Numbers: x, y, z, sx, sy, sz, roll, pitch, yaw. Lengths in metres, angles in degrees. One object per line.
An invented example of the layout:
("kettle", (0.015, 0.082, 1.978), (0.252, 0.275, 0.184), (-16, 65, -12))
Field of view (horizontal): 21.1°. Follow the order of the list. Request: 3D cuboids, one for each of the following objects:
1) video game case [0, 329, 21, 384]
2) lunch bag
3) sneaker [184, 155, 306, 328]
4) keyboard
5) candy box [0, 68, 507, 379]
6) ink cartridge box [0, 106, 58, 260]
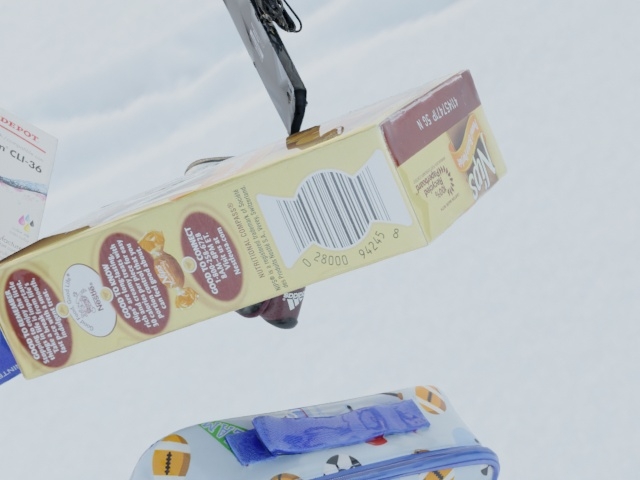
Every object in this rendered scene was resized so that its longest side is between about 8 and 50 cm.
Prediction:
("video game case", (-0.377, 0.092, 1.481), (0.269, 0.061, 0.244), (-29, 30, 4))
("lunch bag", (-0.022, 0.219, 1.271), (0.115, 0.303, 0.243), (52, 133, 33))
("sneaker", (0.000, 0.000, 1.579), (0.281, 0.106, 0.162), (-2, 88, 36))
("keyboard", (-0.044, -0.197, 1.620), (0.038, 0.100, 0.192), (-17, 61, -17))
("candy box", (-0.050, -0.011, 1.165), (0.316, 0.087, 0.183), (-19, 8, 26))
("ink cartridge box", (-0.276, -0.049, 1.341), (0.067, 0.115, 0.198), (-41, 32, 34))
